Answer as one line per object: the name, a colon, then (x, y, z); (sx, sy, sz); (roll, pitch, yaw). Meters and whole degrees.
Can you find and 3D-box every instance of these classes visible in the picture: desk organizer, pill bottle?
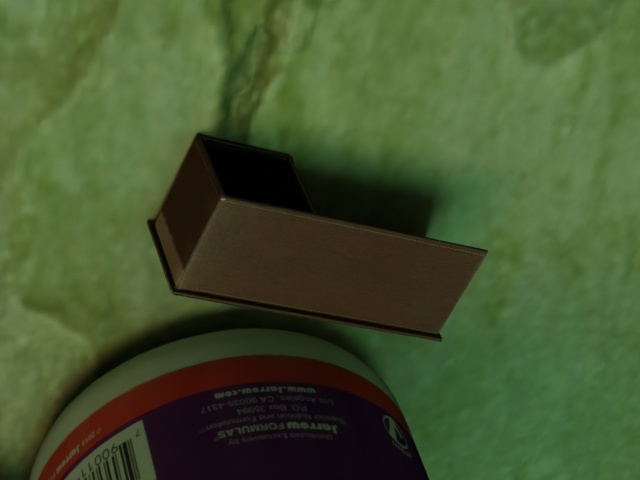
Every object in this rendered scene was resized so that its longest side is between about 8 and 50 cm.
desk organizer: (0.000, 0.000, 0.778); (0.130, 0.047, 0.050); (11, 124, -28)
pill bottle: (-0.011, 0.201, 0.763); (0.181, 0.323, 0.181); (-10, 134, -11)
